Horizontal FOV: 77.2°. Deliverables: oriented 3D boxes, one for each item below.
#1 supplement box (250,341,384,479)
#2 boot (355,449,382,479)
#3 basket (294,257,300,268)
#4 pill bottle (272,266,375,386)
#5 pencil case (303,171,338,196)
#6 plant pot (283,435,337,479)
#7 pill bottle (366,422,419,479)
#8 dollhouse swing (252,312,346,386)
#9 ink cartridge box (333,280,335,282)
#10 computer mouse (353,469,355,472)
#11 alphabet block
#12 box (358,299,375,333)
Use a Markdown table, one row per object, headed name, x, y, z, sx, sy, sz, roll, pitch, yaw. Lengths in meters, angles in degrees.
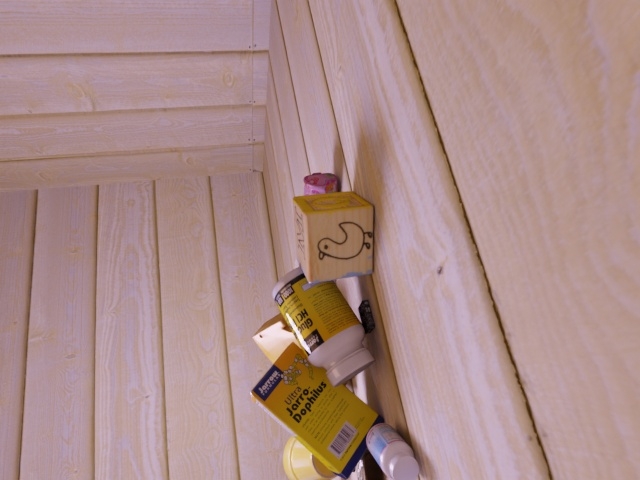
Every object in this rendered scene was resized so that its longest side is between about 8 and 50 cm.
| name | x | y | z | sx | sy | sz | roll | pitch | yaw |
| --- | --- | --- | --- | --- | --- | --- | --- | --- | --- |
| supplement box | -0.020 | 0.513 | 1.228 | 0.356 | 0.195 | 0.194 | 38 | 155 | 9 |
| boot | 0.142 | 0.752 | 1.298 | 0.165 | 0.077 | 0.213 | -176 | 86 | -77 |
| basket | -0.052 | 0.154 | 1.803 | 0.113 | 0.103 | 0.167 | 122 | 139 | -72 |
| pill bottle | 0.010 | 0.246 | 1.186 | 0.334 | 0.188 | 0.188 | 56 | 156 | 24 |
| pencil case | 0.001 | -0.090 | 1.391 | 0.124 | 0.124 | 0.284 | -115 | 20 | -55 |
| plant pot | -0.012 | 0.963 | 1.785 | 0.239 | 0.254 | 0.254 | 131 | 133 | -54 |
| pill bottle | 0.178 | 0.526 | 0.990 | 0.160 | 0.087 | 0.087 | 178 | 85 | -78 |
| dollhouse swing | -0.033 | 0.402 | 1.600 | 0.347 | 0.305 | 0.315 | 51 | 133 | -2 |
| ink cartridge box | -0.004 | 0.126 | 1.577 | 0.056 | 0.099 | 0.135 | 106 | 155 | -60 |
| computer mouse | 0.093 | 0.732 | 1.560 | 0.188 | 0.072 | 0.272 | -135 | 28 | -68 |
| alphabet block | 0.032 | -0.018 | 1.129 | 0.193 | 0.192 | 0.197 | -129 | 33 | -65 |
| box | 0.135 | 0.226 | 1.184 | 0.067 | 0.018 | 0.083 | 104 | 156 | -59 |
